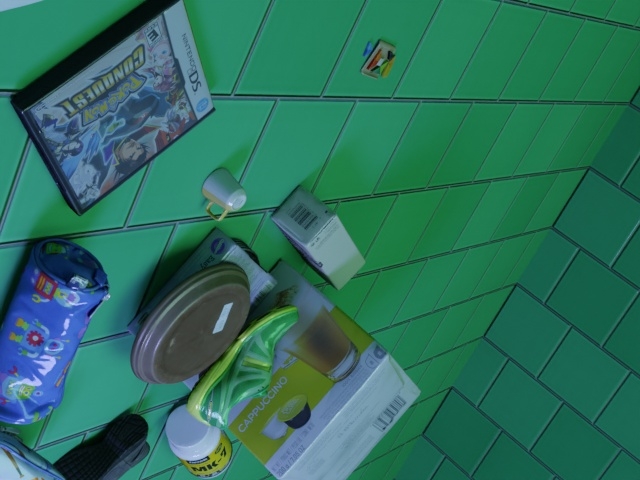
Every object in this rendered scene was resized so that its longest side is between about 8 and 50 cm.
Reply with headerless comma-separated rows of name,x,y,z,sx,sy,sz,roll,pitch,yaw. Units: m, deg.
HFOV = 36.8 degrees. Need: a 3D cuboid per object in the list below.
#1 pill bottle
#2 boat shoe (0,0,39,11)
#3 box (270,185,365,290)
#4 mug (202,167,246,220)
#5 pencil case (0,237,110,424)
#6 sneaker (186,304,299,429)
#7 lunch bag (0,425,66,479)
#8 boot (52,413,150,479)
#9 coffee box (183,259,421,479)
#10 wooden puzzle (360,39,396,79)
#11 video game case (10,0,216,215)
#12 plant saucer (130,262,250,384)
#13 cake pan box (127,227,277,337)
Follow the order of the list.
pill bottle,-0.272,0.446,2.143,0.119,0.119,0.208,-43,153,-16
boat shoe,-0.366,-0.325,0.969,0.367,0.136,0.157,-24,142,-27
box,0.000,0.000,2.000,0.094,0.113,0.275,-47,153,-6
mug,-0.164,-0.078,1.681,0.062,0.064,0.078,-32,149,-36
pencil case,-0.424,0.145,1.483,0.306,0.133,0.119,-62,-175,24
sneaker,-0.140,0.250,1.916,0.295,0.123,0.109,-49,-174,-13
lunch bag,-0.577,0.453,1.589,0.303,0.115,0.243,-53,128,-11
boot,-0.443,0.465,1.943,0.246,0.083,0.161,-34,155,-29
coffee box,-0.037,0.310,2.091,0.338,0.334,0.338,-48,153,-5
wooden puzzle,0.113,-0.344,1.836,0.116,0.014,0.079,-7,131,-55
video game case,-0.281,-0.192,1.372,0.275,0.035,0.248,-42,153,-18
plant saucer,-0.229,0.163,1.776,0.278,0.041,0.278,-38,151,-25
cake pan box,-0.216,0.120,1.859,0.267,0.070,0.246,-49,157,-3
